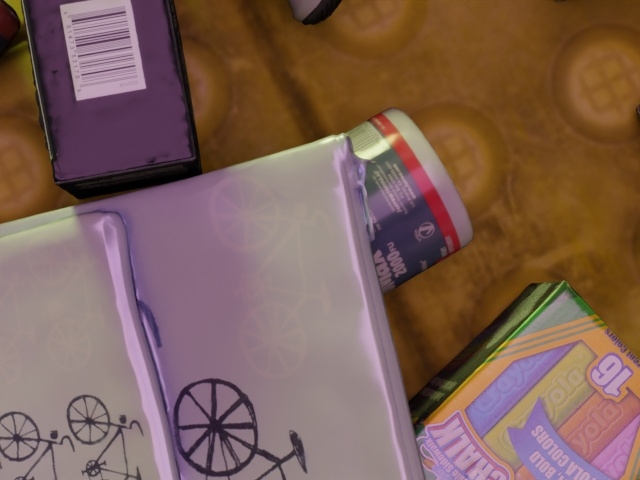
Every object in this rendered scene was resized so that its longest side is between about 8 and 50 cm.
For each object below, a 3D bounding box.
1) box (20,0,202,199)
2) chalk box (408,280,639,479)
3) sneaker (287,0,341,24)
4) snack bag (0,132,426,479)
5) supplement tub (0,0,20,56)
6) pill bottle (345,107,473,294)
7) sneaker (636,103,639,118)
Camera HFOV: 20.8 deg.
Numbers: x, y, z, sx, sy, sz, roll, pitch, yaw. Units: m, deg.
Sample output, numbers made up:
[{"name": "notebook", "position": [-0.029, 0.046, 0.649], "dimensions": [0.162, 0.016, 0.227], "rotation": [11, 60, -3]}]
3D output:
[{"name": "box", "position": [-0.134, -0.114, 1.127], "dimensions": [0.093, 0.158, 0.156], "rotation": [-10, 89, -3]}, {"name": "chalk box", "position": [0.119, 0.145, 1.147], "dimensions": [0.213, 0.132, 0.132], "rotation": [-45, 91, -3]}, {"name": "sneaker", "position": [0.004, -0.393, 1.142], "dimensions": [0.257, 0.169, 0.447], "rotation": [30, 89, -4]}, {"name": "snack bag", "position": [-0.099, 0.126, 1.101], "dimensions": [0.342, 0.037, 0.323], "rotation": [-13, 88, 16]}, {"name": "supplement tub", "position": [-0.292, -0.096, 1.143], "dimensions": [0.106, 0.106, 0.198], "rotation": [35, 86, -2]}, {"name": "pill bottle", "position": [0.000, 0.000, 1.157], "dimensions": [0.180, 0.108, 0.108], "rotation": [-31, 90, -4]}, {"name": "sneaker", "position": [0.251, -0.069, 1.208], "dimensions": [0.076, 0.065, 0.166], "rotation": [21, 83, 14]}]
